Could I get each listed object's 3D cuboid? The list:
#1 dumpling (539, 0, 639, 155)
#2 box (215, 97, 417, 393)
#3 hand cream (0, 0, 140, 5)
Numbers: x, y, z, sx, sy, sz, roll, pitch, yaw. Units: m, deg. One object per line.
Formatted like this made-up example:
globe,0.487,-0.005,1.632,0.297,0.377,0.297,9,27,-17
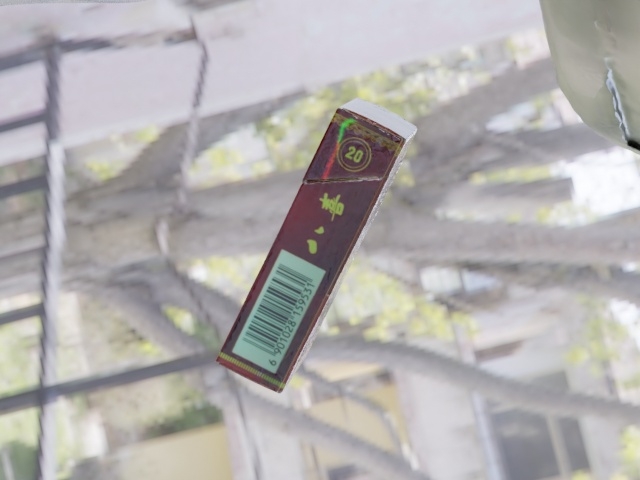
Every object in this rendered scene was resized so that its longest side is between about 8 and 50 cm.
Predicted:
dumpling,0.167,-0.190,0.764,0.395,0.233,0.315,29,25,-56
box,0.000,0.000,0.475,0.082,0.023,0.051,-64,178,11
hand cream,-0.137,-0.080,0.411,0.255,0.079,0.048,17,-71,46
